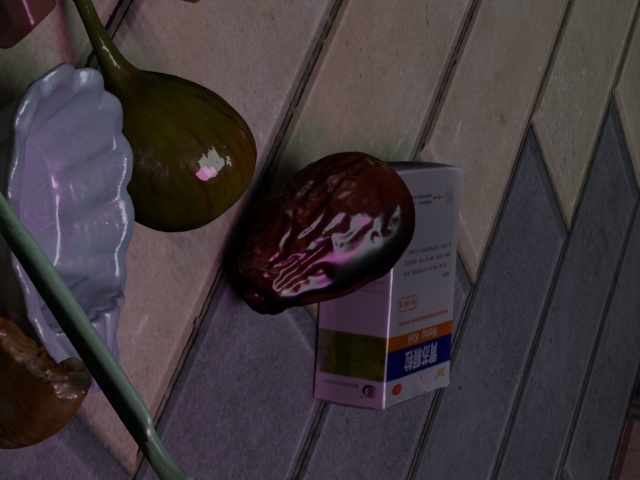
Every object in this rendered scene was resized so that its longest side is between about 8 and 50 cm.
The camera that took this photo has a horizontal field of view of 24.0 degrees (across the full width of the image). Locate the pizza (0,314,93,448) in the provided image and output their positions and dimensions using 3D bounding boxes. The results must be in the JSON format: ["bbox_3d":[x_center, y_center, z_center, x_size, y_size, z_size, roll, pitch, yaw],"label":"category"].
[{"bbox_3d":[-0.269,0.099,1.211,0.161,0.182,0.062,46,49,1],"label":"pizza"}]

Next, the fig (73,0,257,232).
[{"bbox_3d":[-0.152,-0.128,1.374,0.151,0.151,0.259,-59,140,-40],"label":"fig"}]

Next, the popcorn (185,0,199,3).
[{"bbox_3d":[-0.124,-0.298,1.411,0.126,0.126,0.145,-63,153,-48],"label":"popcorn"}]

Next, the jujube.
[{"bbox_3d":[0.000,0.000,1.695,0.236,0.168,0.168,-39,132,-32],"label":"jujube"}]

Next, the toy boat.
[{"bbox_3d":[-0.233,-0.006,1.270,0.199,0.100,0.290,-37,126,-61],"label":"toy boat"}]

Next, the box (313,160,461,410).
[{"bbox_3d":[0.089,0.051,1.924,0.200,0.106,0.299,-8,102,-61],"label":"box"}]

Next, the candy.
[{"bbox_3d":[-0.222,0.004,1.117,0.440,0.119,0.119,59,36,-8],"label":"candy"}]

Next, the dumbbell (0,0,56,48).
[{"bbox_3d":[-0.224,-0.251,1.261,0.231,0.092,0.082,-55,169,-42],"label":"dumbbell"}]
